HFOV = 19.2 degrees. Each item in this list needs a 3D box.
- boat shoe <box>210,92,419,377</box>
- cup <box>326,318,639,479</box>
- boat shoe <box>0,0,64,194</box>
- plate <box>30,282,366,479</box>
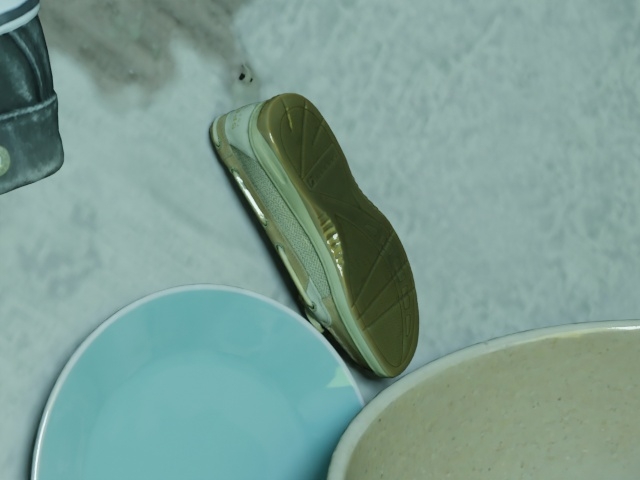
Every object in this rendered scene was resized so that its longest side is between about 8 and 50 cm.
[{"bbox_3d":[-0.001,0.001,0.920,0.153,0.048,0.056,60,44,-20],"label":"boat shoe"},{"bbox_3d":[0.168,0.212,0.868,0.331,0.331,0.237,-19,121,-35],"label":"cup"},{"bbox_3d":[-0.232,-0.004,0.626,0.335,0.121,0.119,-25,107,-20],"label":"boat shoe"},{"bbox_3d":[-0.053,0.114,0.873,0.188,0.024,0.188,6,80,-35],"label":"plate"}]
